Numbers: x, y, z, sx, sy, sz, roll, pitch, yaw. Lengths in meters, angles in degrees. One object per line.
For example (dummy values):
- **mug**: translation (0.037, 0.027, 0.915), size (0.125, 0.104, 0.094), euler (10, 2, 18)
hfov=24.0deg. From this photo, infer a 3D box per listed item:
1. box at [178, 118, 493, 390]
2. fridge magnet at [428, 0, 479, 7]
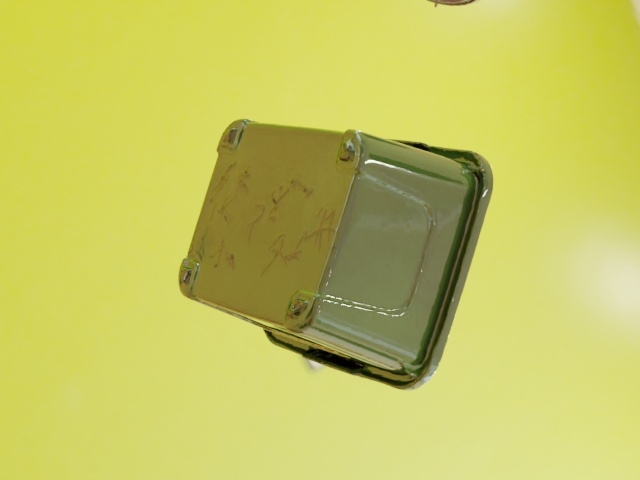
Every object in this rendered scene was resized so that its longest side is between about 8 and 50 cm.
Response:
- **box**: translation (0.000, 0.000, 1.566), size (0.177, 0.253, 0.328), euler (17, -3, -32)
- **fridge magnet**: translation (0.141, -0.311, 1.689), size (0.143, 0.063, 0.143), euler (15, -19, 5)
